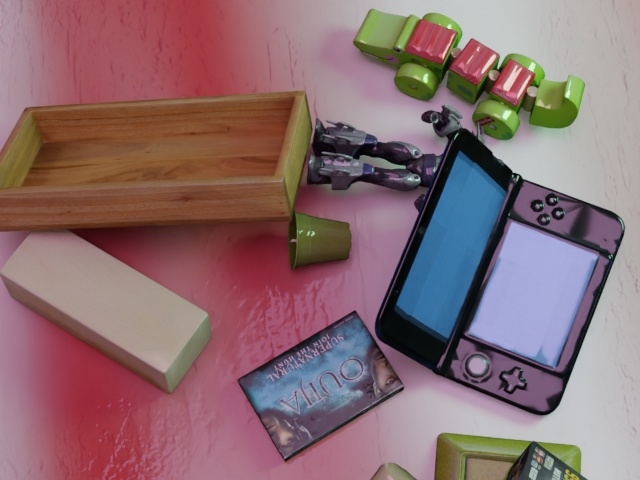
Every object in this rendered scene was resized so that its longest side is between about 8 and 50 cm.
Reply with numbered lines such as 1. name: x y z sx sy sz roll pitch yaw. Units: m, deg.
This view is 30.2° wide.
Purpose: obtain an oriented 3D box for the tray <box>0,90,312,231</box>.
1. tray: -0.228 -0.106 1.599 0.410 0.076 0.203 -2 40 12

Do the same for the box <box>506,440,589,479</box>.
1. box: 0.288 0.347 1.361 0.183 0.231 0.056 35 113 7

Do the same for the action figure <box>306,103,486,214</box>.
1. action figure: 0.126 -0.100 1.643 0.284 0.099 0.185 7 61 1

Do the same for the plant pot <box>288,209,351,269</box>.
1. plant pot: 0.000 0.000 1.626 0.079 0.083 0.083 2 69 -9

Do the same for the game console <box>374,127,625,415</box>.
1. game console: 0.237 0.045 1.523 0.250 0.173 0.293 21 82 10

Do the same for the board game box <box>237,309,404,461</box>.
1. board game box: 0.000 0.192 1.577 0.186 0.026 0.126 -31 71 -8

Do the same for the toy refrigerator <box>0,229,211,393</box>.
1. toy refrigerator: -0.287 0.088 1.596 0.269 0.094 0.102 29 66 12

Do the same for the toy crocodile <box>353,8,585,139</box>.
1. toy crocodile: 0.208 -0.245 1.686 0.340 0.105 0.115 27 73 13

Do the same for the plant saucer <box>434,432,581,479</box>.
1. plant saucer: 0.236 0.340 1.500 0.188 0.045 0.189 5 70 4

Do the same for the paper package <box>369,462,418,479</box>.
1. paper package: 0.106 0.472 1.369 0.325 0.168 0.309 40 87 16
